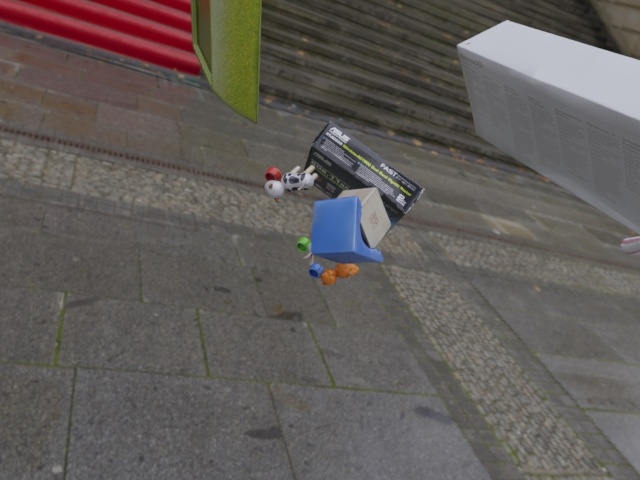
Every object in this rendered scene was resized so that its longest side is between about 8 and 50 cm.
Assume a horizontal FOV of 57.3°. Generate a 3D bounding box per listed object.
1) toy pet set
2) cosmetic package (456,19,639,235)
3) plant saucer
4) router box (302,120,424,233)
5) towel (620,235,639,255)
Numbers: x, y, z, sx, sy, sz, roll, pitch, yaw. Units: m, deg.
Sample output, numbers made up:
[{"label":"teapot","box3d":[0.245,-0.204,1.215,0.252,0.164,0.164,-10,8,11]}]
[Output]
[{"label":"toy pet set","box3d":[0.000,0.000,0.498,0.114,0.122,0.065,-3,33,38]},{"label":"cosmetic package","box3d":[0.201,-0.097,0.460,0.061,0.098,0.239,-29,36,-3]},{"label":"plant saucer","box3d":[-0.109,-0.250,0.634,0.045,0.188,0.188,-7,40,-18]},{"label":"router box","box3d":[0.042,-0.063,0.634,0.122,0.038,0.092,36,-17,2]},{"label":"towel","box3d":[0.427,-0.006,0.585,0.197,0.029,0.144,-5,-7,-24]}]
